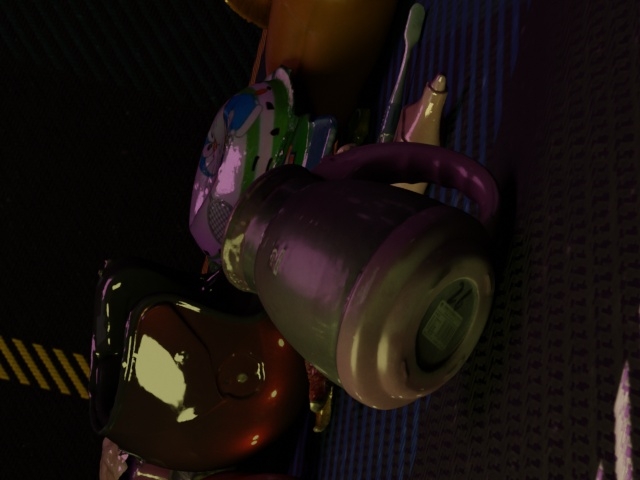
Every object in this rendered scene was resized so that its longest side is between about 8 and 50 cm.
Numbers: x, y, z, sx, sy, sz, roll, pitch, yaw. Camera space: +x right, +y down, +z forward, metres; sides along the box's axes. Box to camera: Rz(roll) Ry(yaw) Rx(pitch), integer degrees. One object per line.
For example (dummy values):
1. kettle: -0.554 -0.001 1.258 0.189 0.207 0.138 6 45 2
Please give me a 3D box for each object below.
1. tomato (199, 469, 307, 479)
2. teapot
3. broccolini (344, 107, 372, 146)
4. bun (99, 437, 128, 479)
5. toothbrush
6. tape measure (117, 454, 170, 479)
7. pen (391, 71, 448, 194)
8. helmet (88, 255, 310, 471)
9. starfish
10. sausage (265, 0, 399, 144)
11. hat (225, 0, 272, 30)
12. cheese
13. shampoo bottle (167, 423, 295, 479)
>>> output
1. tomato: -0.082 0.280 1.447 0.228 0.112 0.199 118 163 -73
2. teapot: 0.022 0.002 0.974 0.148 0.146 0.116 -61 -33 -1
3. broccolini: -0.004 0.000 1.625 0.057 0.071 0.254 -4 61 64
4. bun: -0.193 0.255 2.067 0.222 0.127 0.222 9 -90 -71
5. toothbrush: 0.055 -0.090 1.458 0.019 0.016 0.220 139 144 -83
6. tape measure: -0.155 0.276 1.847 0.245 0.149 0.232 -128 53 -82
7. pen: 0.061 -0.046 1.269 0.053 0.032 0.197 -83 8 -47
8. helmet: -0.100 0.095 1.481 0.216 0.193 0.189 -41 17 -5
9. starfish: 0.005 0.046 1.374 0.227 0.043 0.241 -75 -11 -63
10. sausage: -0.002 -0.179 1.707 0.354 0.116 0.134 110 159 -60
11. hat: 0.031 -0.357 1.797 0.233 0.244 0.234 -16 87 49
12. cheese: -0.051 -0.063 1.592 0.320 0.083 0.204 -178 104 -72
13. shampoo bottle: -0.096 0.242 1.655 0.101 0.101 0.284 -97 22 -71
